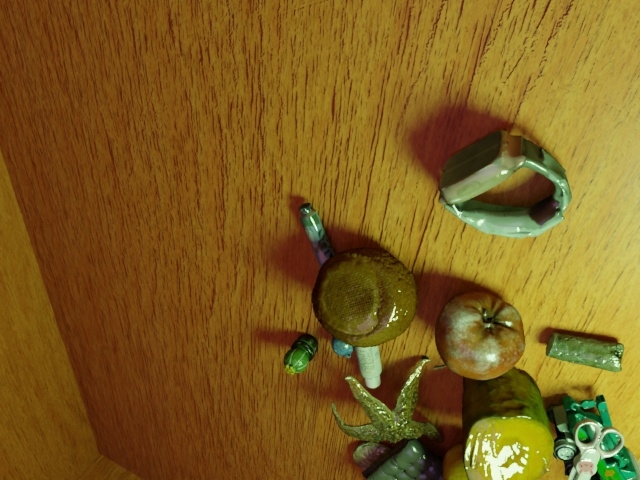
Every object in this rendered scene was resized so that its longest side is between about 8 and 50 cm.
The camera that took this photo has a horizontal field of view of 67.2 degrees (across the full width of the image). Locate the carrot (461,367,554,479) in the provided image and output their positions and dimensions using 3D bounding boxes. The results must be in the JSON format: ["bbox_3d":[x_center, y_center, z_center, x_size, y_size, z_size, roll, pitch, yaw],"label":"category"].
[{"bbox_3d":[0.521,0.526,1.364,0.241,0.341,0.242,6,123,9],"label":"carrot"}]

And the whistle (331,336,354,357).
[{"bbox_3d":[0.071,0.332,1.624,0.090,0.090,0.158,-10,115,34],"label":"whistle"}]

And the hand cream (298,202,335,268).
[{"bbox_3d":[0.000,0.000,1.484,0.088,0.055,0.256,-2,125,35],"label":"hand cream"}]

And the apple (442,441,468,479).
[{"bbox_3d":[0.509,0.792,1.551,0.232,0.286,0.286,-2,119,19],"label":"apple"}]

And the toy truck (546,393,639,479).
[{"bbox_3d":[0.774,0.597,1.350,0.177,0.176,0.364,-27,103,26],"label":"toy truck"}]

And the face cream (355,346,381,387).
[{"bbox_3d":[0.159,0.383,1.615,0.081,0.082,0.269,5,123,27],"label":"face cream"}]

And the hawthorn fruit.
[{"bbox_3d":[0.430,0.259,1.301,0.234,0.232,0.263,15,165,30],"label":"hawthorn fruit"}]

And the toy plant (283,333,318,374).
[{"bbox_3d":[-0.074,0.409,1.710,0.092,0.162,0.093,13,125,20],"label":"toy plant"}]

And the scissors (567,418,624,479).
[{"bbox_3d":[0.695,0.587,1.265,0.118,0.030,0.242,19,104,8],"label":"scissors"}]

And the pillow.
[{"bbox_3d":[0.327,0.872,1.781,0.228,0.101,0.326,35,119,-1],"label":"pillow"}]

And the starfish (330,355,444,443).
[{"bbox_3d":[0.232,0.566,1.606,0.397,0.132,0.385,-2,113,2],"label":"starfish"}]

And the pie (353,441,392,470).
[{"bbox_3d":[0.236,0.875,1.911,0.218,0.052,0.185,22,129,17],"label":"pie"}]

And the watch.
[{"bbox_3d":[0.430,-0.113,1.111,0.241,0.162,0.253,44,135,-19],"label":"watch"}]

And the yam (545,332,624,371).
[{"bbox_3d":[0.687,0.288,1.257,0.179,0.078,0.078,9,124,29],"label":"yam"}]

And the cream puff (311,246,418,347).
[{"bbox_3d":[0.138,0.165,1.396,0.302,0.212,0.304,-5,80,29],"label":"cream puff"}]
